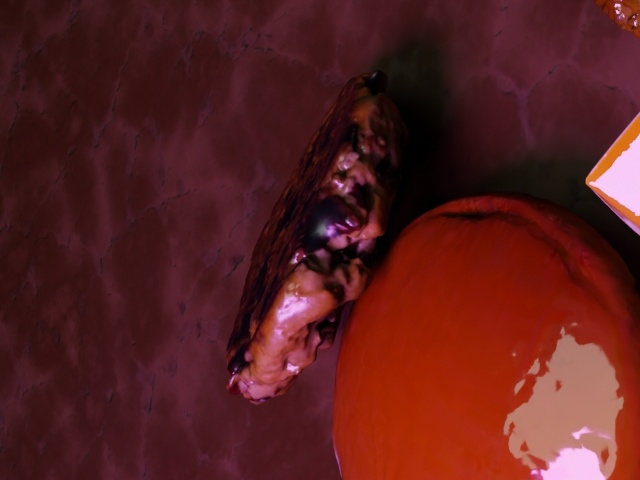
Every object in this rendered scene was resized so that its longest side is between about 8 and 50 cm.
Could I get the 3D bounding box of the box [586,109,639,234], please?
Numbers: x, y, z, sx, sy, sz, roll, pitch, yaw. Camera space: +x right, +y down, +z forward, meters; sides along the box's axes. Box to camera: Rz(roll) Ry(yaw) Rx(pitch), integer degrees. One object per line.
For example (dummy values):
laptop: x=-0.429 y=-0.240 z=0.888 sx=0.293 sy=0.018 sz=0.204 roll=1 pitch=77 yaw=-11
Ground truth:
box: x=0.319 y=-0.136 z=1.122 sx=0.091 sy=0.221 sz=0.274 roll=41 pitch=121 yaw=7

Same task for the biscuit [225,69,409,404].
biscuit: x=0.002 y=-0.003 z=1.487 sx=0.289 sy=0.081 sz=0.334 roll=-55 pitch=14 yaw=43

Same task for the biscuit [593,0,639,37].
biscuit: x=0.308 y=-0.303 z=1.285 sx=0.305 sy=0.038 sz=0.305 roll=-5 pitch=83 yaw=49

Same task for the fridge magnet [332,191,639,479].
fridge magnet: x=0.146 y=0.139 z=1.346 sx=0.364 sy=0.155 sz=0.363 roll=-6 pitch=82 yaw=49
